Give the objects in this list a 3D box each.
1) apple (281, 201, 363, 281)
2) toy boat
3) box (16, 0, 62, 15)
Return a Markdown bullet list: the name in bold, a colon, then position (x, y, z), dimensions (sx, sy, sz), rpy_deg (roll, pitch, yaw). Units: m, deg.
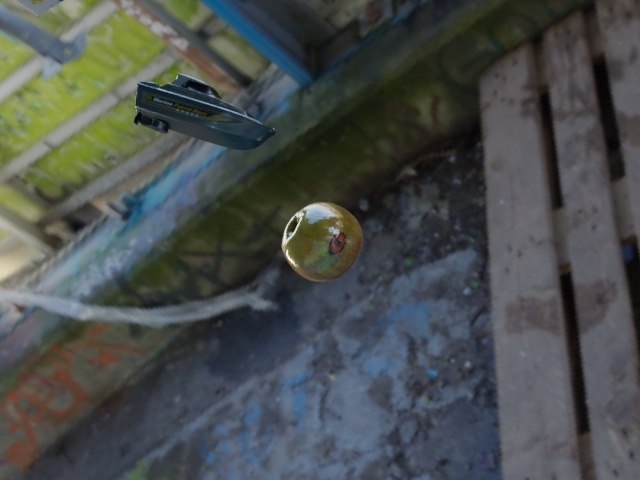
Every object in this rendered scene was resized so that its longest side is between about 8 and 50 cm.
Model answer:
- **apple**: position (0.000, 0.000, 1.101), dimensions (0.084, 0.071, 0.084), rpy_deg (-41, 29, 29)
- **toy boat**: position (-0.110, -0.122, 1.086), dimensions (0.055, 0.141, 0.060), rpy_deg (69, -141, -79)
- **box**: position (-0.358, -0.399, 1.342), dimensions (0.200, 0.343, 0.065), rpy_deg (-27, 75, 10)
